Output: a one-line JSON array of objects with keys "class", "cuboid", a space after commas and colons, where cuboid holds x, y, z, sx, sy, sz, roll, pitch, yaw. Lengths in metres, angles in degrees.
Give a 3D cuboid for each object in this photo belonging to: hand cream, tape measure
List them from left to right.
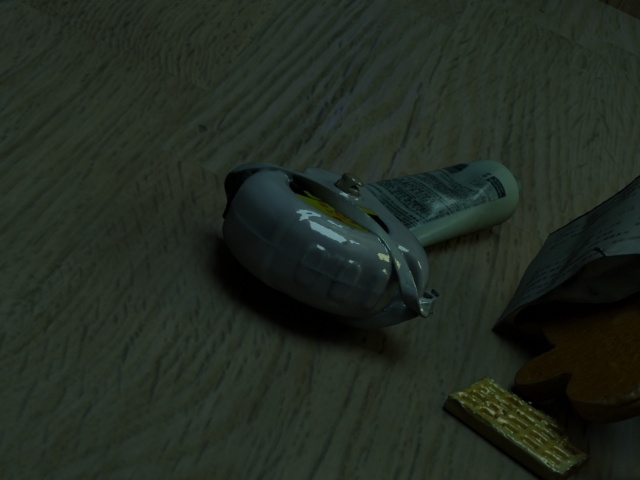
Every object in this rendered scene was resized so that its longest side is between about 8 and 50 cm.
[{"class": "tape measure", "cuboid": [0.000, 0.000, 1.811, 0.197, 0.120, 0.236, 16, 18, -36]}, {"class": "hand cream", "cuboid": [0.122, -0.035, 2.116, 0.124, 0.077, 0.341, 39, 34, 28]}]

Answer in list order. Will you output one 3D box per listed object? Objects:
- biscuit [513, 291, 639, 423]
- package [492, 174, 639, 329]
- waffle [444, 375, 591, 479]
[{"class": "biscuit", "cuboid": [0.289, 0.103, 1.842, 0.049, 0.205, 0.324, 62, 5, -15]}, {"class": "package", "cuboid": [0.306, -0.002, 1.948, 0.062, 0.251, 0.204, 60, 38, -13]}, {"class": "waffle", "cuboid": [0.189, 0.177, 1.750, 0.135, 0.021, 0.092, 35, 24, 21]}]
